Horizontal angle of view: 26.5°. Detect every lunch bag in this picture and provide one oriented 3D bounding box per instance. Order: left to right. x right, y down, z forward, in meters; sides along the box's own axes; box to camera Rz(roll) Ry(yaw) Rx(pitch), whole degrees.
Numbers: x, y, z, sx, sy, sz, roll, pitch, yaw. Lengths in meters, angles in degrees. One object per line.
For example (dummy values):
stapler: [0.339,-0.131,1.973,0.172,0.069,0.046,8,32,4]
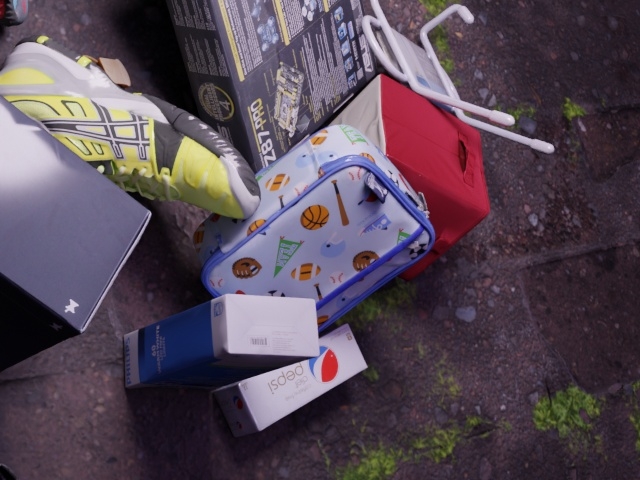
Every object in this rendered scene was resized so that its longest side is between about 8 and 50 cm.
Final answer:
lunch bag: [0.000,0.000,1.832,0.243,0.303,0.115,46,15,-37]

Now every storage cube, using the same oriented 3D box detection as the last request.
storage cube: [0.107,-0.088,1.990,0.193,0.215,0.183,28,40,-27]

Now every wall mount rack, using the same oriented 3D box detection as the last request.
wall mount rack: [0.209,-0.250,2.080,0.350,0.130,0.304,16,46,-62]

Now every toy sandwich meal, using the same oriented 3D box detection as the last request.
toy sandwich meal: [-0.294,-0.224,1.849,0.085,0.029,0.085,44,24,-25]

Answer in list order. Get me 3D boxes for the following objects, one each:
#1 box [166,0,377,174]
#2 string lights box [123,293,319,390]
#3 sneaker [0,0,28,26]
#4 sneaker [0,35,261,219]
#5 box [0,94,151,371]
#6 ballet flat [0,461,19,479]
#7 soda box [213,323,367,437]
box: [-0.067,-0.332,1.912,0.318,0.097,0.395,-48,137,-38]
string lights box: [-0.131,0.134,1.723,0.133,0.260,0.076,6,73,-36]
sneaker: [-0.383,-0.402,1.813,0.125,0.104,0.261,12,69,-36]
sneaker: [-0.256,-0.111,1.745,0.385,0.145,0.147,27,68,11]
box: [-0.425,-0.024,1.524,0.343,0.312,0.179,39,56,-21]
ballet flat: [-0.355,0.340,1.625,0.057,0.049,0.173,-40,100,-37]
soda box: [-0.040,0.193,1.895,0.216,0.069,0.074,-26,92,-38]
